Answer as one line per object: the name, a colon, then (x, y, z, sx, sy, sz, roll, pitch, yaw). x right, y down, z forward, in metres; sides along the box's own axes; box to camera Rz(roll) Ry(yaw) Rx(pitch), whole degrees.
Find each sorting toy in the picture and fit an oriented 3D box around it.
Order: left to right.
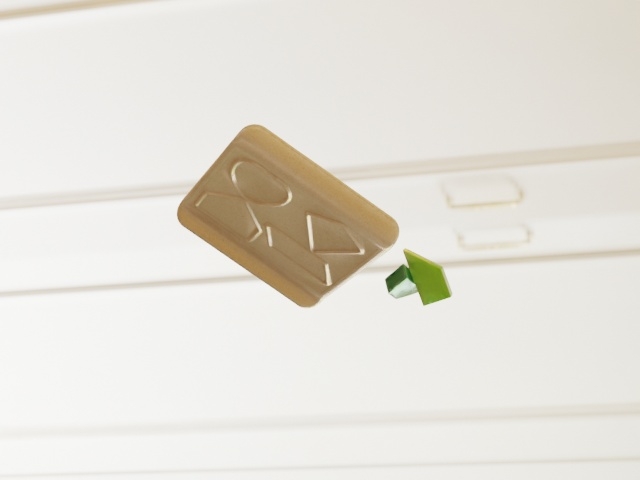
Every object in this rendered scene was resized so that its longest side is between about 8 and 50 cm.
sorting toy: (0.000, 0.000, 0.409, 0.062, 0.083, 0.012, -43, -165, 54)
